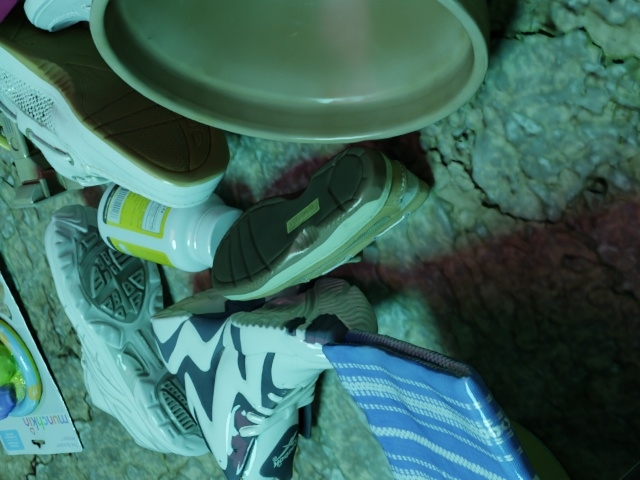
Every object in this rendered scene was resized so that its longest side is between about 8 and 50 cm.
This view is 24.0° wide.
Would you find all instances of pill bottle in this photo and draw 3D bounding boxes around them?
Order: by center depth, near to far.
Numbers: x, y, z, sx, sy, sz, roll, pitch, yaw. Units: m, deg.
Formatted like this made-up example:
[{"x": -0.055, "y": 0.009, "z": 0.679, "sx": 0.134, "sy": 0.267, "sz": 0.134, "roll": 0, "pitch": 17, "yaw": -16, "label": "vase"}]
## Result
[{"x": -0.110, "y": -0.011, "z": 1.153, "sx": 0.116, "sy": 0.065, "sz": 0.065, "roll": 15, "pitch": 121, "yaw": 39, "label": "pill bottle"}]

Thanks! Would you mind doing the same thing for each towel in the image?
[{"x": 0.112, "y": 0.215, "z": 0.923, "sx": 0.336, "sy": 0.040, "sz": 0.243, "roll": 64, "pitch": 166, "yaw": -10, "label": "towel"}]

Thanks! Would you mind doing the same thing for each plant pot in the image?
[{"x": -0.015, "y": -0.159, "z": 0.914, "sx": 0.237, "sy": 0.237, "sz": 0.110, "roll": -20, "pitch": 56, "yaw": 47, "label": "plant pot"}]

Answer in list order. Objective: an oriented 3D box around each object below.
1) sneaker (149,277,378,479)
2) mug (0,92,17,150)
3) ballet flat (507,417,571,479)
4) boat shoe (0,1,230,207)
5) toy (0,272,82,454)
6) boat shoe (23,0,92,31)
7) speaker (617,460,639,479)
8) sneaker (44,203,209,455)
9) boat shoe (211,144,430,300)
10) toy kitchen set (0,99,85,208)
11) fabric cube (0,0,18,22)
[{"x": -0.027, "y": 0.115, "z": 1.120, "sx": 0.235, "sy": 0.094, "sz": 0.153, "roll": -6, "pitch": 108, "yaw": 45, "label": "sneaker"}, {"x": -0.295, "y": -0.107, "z": 1.286, "sx": 0.064, "sy": 0.062, "sz": 0.078, "roll": -35, "pitch": 79, "yaw": 55, "label": "mug"}, {"x": 0.160, "y": 0.225, "z": 1.013, "sx": 0.232, "sy": 0.073, "sz": 0.080, "roll": 56, "pitch": 139, "yaw": 6, "label": "ballet flat"}, {"x": -0.169, "y": -0.088, "z": 1.152, "sx": 0.277, "sy": 0.098, "sz": 0.096, "roll": 38, "pitch": 134, "yaw": 36, "label": "boat shoe"}, {"x": -0.326, "y": 0.106, "z": 1.429, "sx": 0.137, "sy": 0.056, "sz": 0.237, "roll": -10, "pitch": 104, "yaw": 47, "label": "toy"}, {"x": -0.149, "y": -0.183, "z": 1.109, "sx": 0.184, "sy": 0.066, "sz": 0.063, "roll": -21, "pitch": 95, "yaw": 38, "label": "boat shoe"}, {"x": 0.196, "y": 0.164, "z": 0.899, "sx": 0.055, "sy": 0.136, "sz": 0.055, "roll": 22, "pitch": 125, "yaw": 35, "label": "speaker"}, {"x": -0.174, "y": 0.084, "z": 1.250, "sx": 0.115, "sy": 0.090, "sz": 0.232, "roll": -26, "pitch": 91, "yaw": 51, "label": "sneaker"}, {"x": 0.000, "y": 0.000, "z": 1.049, "sx": 0.190, "sy": 0.072, "sz": 0.068, "roll": -28, "pitch": 54, "yaw": 45, "label": "boat shoe"}, {"x": -0.230, "y": -0.072, "z": 1.233, "sx": 0.083, "sy": 0.068, "sz": 0.075, "roll": -3, "pitch": 109, "yaw": 44, "label": "toy kitchen set"}, {"x": -0.375, "y": -0.246, "z": 1.068, "sx": 0.254, "sy": 0.259, "sz": 0.258, "roll": 41, "pitch": 92, "yaw": 22, "label": "fabric cube"}]
